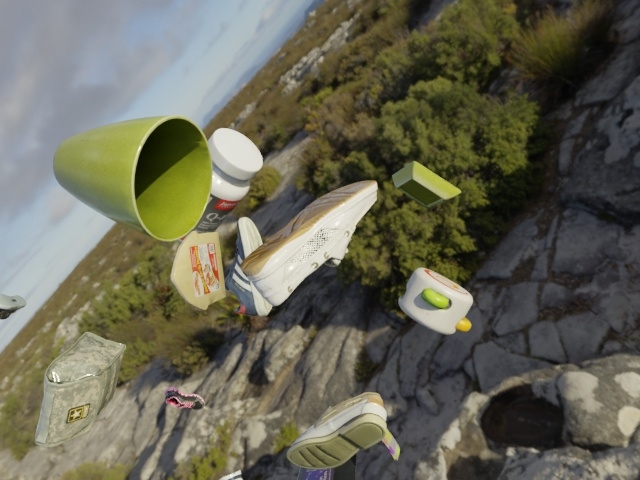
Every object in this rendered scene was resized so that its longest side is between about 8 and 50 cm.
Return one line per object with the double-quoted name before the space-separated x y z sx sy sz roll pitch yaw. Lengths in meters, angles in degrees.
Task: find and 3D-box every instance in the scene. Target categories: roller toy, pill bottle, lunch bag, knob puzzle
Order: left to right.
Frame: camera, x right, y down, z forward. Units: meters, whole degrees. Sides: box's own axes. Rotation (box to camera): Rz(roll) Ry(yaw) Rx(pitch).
"lunch bag" -0.740 0.458 1.500 0.287 0.169 0.235 -71 1 -72
"knob puzzle" -0.301 0.073 1.182 0.030 0.213 0.213 -5 40 22
"pill bottle" -0.354 -0.166 1.552 0.363 0.210 0.210 -43 20 33
"roller toy" 0.339 0.185 1.464 0.146 0.209 0.191 -63 31 11

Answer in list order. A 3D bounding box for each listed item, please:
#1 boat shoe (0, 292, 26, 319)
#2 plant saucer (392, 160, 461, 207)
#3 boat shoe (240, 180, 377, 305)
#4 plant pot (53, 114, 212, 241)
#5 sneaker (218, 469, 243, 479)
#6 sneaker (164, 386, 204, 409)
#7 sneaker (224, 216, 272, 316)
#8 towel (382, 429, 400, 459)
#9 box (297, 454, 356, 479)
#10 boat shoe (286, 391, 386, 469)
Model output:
"boat shoe" -1.087 0.232 1.679 0.083 0.065 0.183 -41 -5 -8
"plant saucer" 0.339 -0.172 1.632 0.045 0.188 0.188 -61 8 -14
"boat shoe" 0.000 0.000 0.793 0.277 0.096 0.098 -38 20 -25
"plant pot" -0.447 -0.159 1.124 0.293 0.275 0.275 11 53 20
"sneaker" -0.287 0.789 1.505 0.090 0.095 0.235 -14 -32 -34
"sneaker" -0.390 0.463 1.404 0.047 0.119 0.057 -64 14 10
"sneaker" -0.271 0.098 1.682 0.148 0.350 0.131 -6 9 14
"towel" 0.202 0.589 1.430 0.009 0.083 0.060 -34 3 23
"box" 0.013 0.771 1.548 0.184 0.103 0.261 -46 10 18
"boat shoe" 0.043 0.478 1.230 0.302 0.113 0.103 -33 22 27
